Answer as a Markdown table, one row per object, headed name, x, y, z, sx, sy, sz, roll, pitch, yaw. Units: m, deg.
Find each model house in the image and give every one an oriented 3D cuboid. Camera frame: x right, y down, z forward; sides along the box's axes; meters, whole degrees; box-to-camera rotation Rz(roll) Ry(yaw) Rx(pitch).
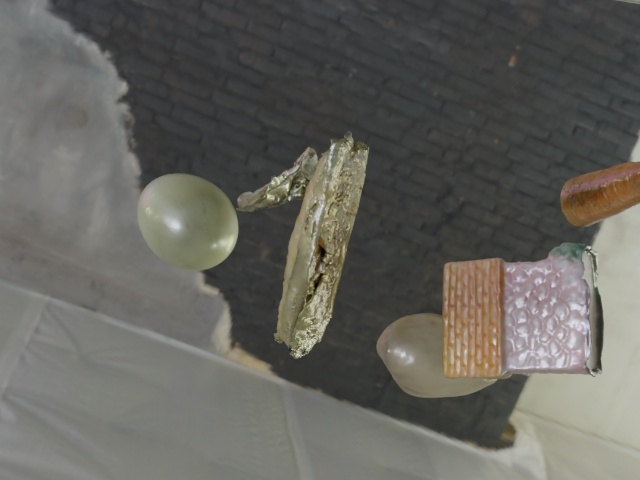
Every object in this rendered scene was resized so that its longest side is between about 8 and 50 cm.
| name | x | y | z | sx | sy | sz | roll | pitch | yaw |
| --- | --- | --- | --- | --- | --- | --- | --- | --- | --- |
| model house | 0.322 | 0.118 | 1.459 | 0.237 | 0.203 | 0.237 | -4 | 172 | 21 |

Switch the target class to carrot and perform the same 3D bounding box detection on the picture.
| name | x | y | z | sx | sy | sz | roll | pitch | yaw |
| --- | --- | --- | --- | --- | --- | --- | --- | --- | --- |
| carrot | 0.350 | -0.064 | 0.995 | 0.061 | 0.061 | 0.209 | 19 | 162 | -21 |

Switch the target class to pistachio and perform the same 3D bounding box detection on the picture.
| name | x | y | z | sx | sy | sz | roll | pitch | yaw |
| --- | --- | --- | --- | --- | --- | --- | --- | --- | --- |
| pistachio | 0.211 | 0.213 | 1.652 | 0.223 | 0.152 | 0.126 | 14 | -172 | 3 |

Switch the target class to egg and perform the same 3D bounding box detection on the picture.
| name | x | y | z | sx | sy | sz | roll | pitch | yaw |
| --- | --- | --- | --- | --- | --- | --- | --- | --- | --- |
| egg | -0.274 | -0.042 | 1.865 | 0.241 | 0.186 | 0.186 | 40 | -163 | 31 |

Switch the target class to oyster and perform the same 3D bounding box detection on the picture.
| name | x | y | z | sx | sy | sz | roll | pitch | yaw |
| --- | --- | --- | --- | --- | --- | --- | --- | --- | --- |
| oyster | -0.080 | -0.123 | 2.118 | 0.232 | 0.107 | 0.161 | -37 | -163 | -32 |

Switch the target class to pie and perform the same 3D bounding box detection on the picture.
| name | x | y | z | sx | sy | sz | roll | pitch | yaw |
| --- | --- | --- | --- | --- | --- | --- | --- | --- | --- |
| pie | 0.000 | 0.000 | 1.113 | 0.068 | 0.283 | 0.128 | 20 | -166 | 15 |

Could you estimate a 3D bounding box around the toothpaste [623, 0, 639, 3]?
| name | x | y | z | sx | sy | sz | roll | pitch | yaw |
| --- | --- | --- | --- | --- | --- | --- | --- | --- | --- |
| toothpaste | 0.389 | -0.320 | 1.129 | 0.255 | 0.067 | 0.037 | 4 | -133 | -21 |
